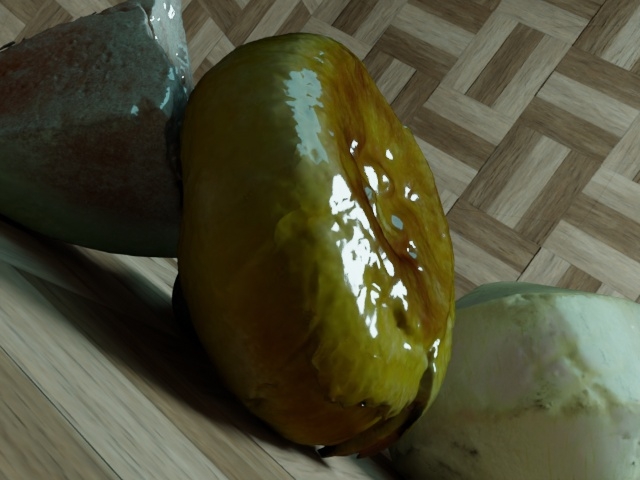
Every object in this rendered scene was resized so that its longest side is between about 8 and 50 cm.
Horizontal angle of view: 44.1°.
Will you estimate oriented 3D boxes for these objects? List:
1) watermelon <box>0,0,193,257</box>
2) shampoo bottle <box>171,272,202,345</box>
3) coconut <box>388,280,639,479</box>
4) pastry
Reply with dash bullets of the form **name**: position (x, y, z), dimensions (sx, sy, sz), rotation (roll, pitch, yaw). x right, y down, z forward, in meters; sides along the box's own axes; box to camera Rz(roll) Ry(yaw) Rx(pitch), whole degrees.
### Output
- **watermelon**: position (-0.192, -0.094, 0.702), dimensions (0.310, 0.231, 0.193), rotation (32, 32, -38)
- **shampoo bottle**: position (-0.093, 0.055, 0.786), dimensions (0.101, 0.101, 0.284), rotation (37, -3, -3)
- **coconut**: position (0.237, 0.190, 0.892), dimensions (0.352, 0.353, 0.352), rotation (37, -3, 2)
- **pastry**: position (0.000, 0.000, 0.658), dimensions (0.163, 0.356, 0.356), rotation (-15, -32, 24)
